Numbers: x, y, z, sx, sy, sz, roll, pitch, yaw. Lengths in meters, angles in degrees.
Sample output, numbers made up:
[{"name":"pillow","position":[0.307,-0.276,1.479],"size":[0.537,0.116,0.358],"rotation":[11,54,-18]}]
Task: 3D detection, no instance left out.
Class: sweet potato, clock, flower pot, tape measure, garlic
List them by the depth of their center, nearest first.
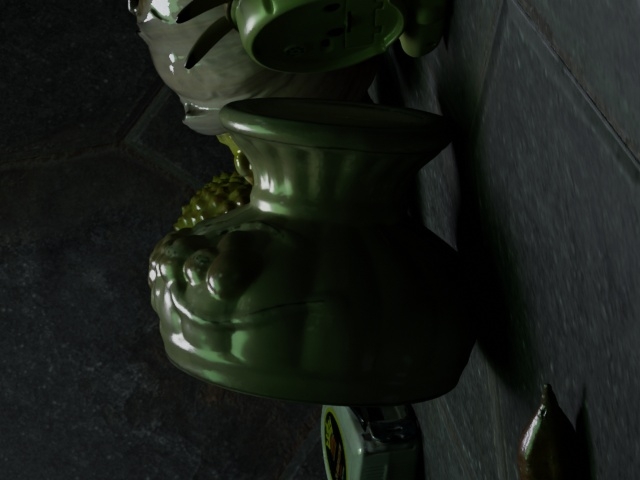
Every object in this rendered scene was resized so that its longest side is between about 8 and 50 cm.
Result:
[{"name":"sweet potato","position":[0.168,0.149,1.377],"size":[0.049,0.049,0.117],"rotation":[-106,7,-53]},{"name":"clock","position":[-0.008,-0.200,1.599],"size":[0.170,0.232,0.069],"rotation":[88,171,-69]},{"name":"flower pot","position":[0.000,0.000,1.705],"size":[0.307,0.307,0.244],"rotation":[-123,38,-79]},{"name":"garlic","position":[-0.043,-0.258,1.899],"size":[0.322,0.241,0.322],"rotation":[-54,-22,-34]},{"name":"tape measure","position":[0.073,0.265,2.563],"size":[0.235,0.115,0.207],"rotation":[95,165,-44]}]

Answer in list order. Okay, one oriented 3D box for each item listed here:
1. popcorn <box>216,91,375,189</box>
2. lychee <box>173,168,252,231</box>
[{"name":"popcorn","position":[-0.016,-0.097,2.085],"size":[0.225,0.174,0.286],"rotation":[39,-152,-46]},{"name":"lychee","position":[-0.033,0.042,2.360],"size":[0.270,0.320,0.270],"rotation":[-170,90,-86]}]
